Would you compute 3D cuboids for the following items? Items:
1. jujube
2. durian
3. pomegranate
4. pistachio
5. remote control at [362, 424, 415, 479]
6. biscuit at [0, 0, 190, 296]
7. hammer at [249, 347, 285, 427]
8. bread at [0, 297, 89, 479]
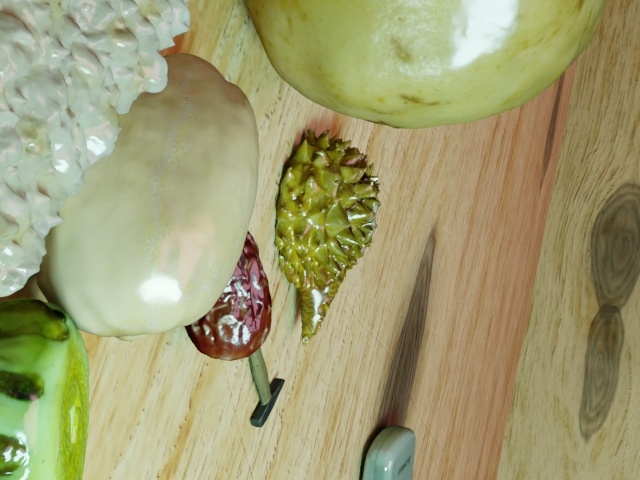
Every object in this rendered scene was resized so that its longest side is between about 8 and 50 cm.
[{"bbox_3d":[-0.079,0.030,0.700,0.077,0.077,0.129,-35,118,-62],"label":"jujube"},{"bbox_3d":[0.013,0.001,0.899,0.140,0.078,0.224,-15,110,-67],"label":"durian"},{"bbox_3d":[0.100,-0.246,0.721,0.332,0.333,0.332,8,90,-68],"label":"pomegranate"},{"bbox_3d":[-0.102,-0.034,0.551,0.145,0.117,0.200,54,46,-54],"label":"pistachio"},{"bbox_3d":[0.092,0.415,1.276,0.140,0.056,0.296,-19,115,-68],"label":"remote control"},{"bbox_3d":[-0.153,-0.127,0.442,0.179,0.084,0.281,68,34,-44],"label":"biscuit"},{"bbox_3d":[-0.063,0.088,0.830,0.062,0.013,0.198,-58,149,-46],"label":"hammer"},{"bbox_3d":[-0.165,0.099,0.475,0.139,0.071,0.130,101,-4,-59],"label":"bread"}]
